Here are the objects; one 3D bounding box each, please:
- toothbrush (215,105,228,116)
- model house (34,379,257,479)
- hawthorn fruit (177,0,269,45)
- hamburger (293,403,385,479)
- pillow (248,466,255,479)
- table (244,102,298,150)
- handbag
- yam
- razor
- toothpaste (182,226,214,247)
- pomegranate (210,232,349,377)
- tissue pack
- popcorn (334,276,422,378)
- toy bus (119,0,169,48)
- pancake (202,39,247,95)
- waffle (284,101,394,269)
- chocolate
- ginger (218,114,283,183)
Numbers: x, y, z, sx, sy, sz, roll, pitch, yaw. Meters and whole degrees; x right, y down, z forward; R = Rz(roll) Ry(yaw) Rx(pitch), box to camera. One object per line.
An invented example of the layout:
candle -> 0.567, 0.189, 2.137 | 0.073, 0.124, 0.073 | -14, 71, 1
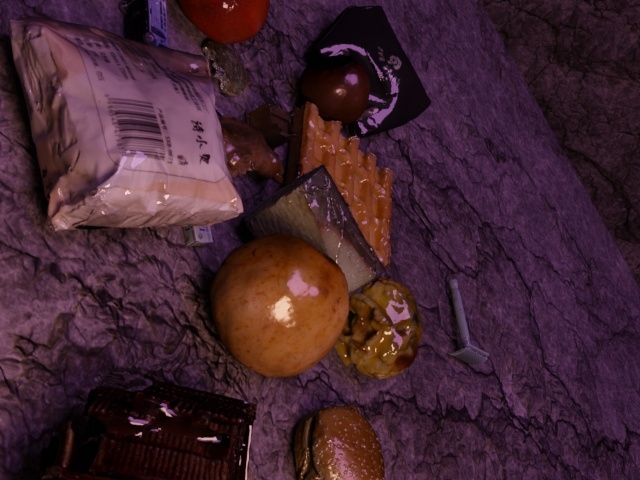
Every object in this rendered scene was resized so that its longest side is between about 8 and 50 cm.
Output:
toothbrush -> -0.186, -0.245, 1.932 | 0.194, 0.017, 0.014 | 49, 43, -30
model house -> -0.244, 0.333, 1.367 | 0.317, 0.297, 0.282 | 12, 42, -9
hawthorn fruit -> -0.193, -0.494, 1.946 | 0.225, 0.197, 0.196 | 63, 25, -51
hamburger -> 0.040, 0.404, 1.766 | 0.189, 0.122, 0.215 | 34, 43, -38
pillow -> -0.128, 0.484, 1.557 | 0.130, 0.033, 0.217 | -9, 78, -57
table -> -0.102, -0.248, 1.993 | 0.083, 0.082, 0.070 | 19, 57, -50
handbag -> 0.115, -0.423, 2.368 | 0.288, 0.152, 0.342 | -41, 104, -43
yam -> -0.001, -0.001, 1.879 | 0.271, 0.202, 0.201 | 59, 27, -12
razor -> 0.368, 0.205, 2.418 | 0.106, 0.068, 0.232 | 29, 44, -45
toothpaste -> -0.240, -0.068, 1.732 | 0.046, 0.034, 0.164 | 5, 67, -50
pomegranate -> -0.075, 0.118, 1.671 | 0.260, 0.260, 0.260 | 32, 46, -42
tissue pack -> -0.312, -0.196, 1.551 | 0.390, 0.195, 0.375 | 4, 63, -45
popcorn -> 0.122, 0.186, 1.971 | 0.189, 0.169, 0.218 | 2, 88, -48
toy bus -> -0.332, -0.405, 1.767 | 0.076, 0.073, 0.167 | 25, 51, -49
pancake -> -0.200, -0.369, 1.981 | 0.116, 0.023, 0.129 | -9, 78, -59
waffle -> 0.047, -0.121, 2.136 | 0.348, 0.078, 0.304 | 39, 43, -36
chocolate -> 0.037, -0.346, 2.186 | 0.177, 0.177, 0.176 | 32, 46, -42
ginger -> -0.183, -0.186, 1.836 | 0.333, 0.080, 0.166 | 11, 43, -57
